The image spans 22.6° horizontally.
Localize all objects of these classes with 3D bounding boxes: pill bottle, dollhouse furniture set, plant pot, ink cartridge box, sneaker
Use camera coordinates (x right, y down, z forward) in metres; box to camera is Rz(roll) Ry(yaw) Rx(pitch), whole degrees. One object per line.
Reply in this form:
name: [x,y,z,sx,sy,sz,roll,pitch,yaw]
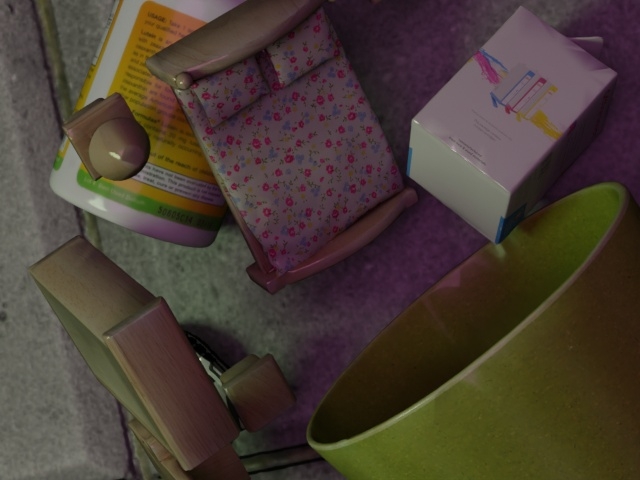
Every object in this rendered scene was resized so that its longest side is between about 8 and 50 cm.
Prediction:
pill bottle: [-0.102,-0.130,1.215,0.136,0.136,0.245,23,96,13]
dollhouse furniture set: [0.000,0.000,1.129,0.355,0.174,0.303,-34,119,-14]
plant pot: [0.189,0.157,1.101,0.275,0.275,0.293,-39,97,12]
ink cartridge box: [0.142,-0.089,1.156,0.090,0.092,0.143,38,71,16]
sneaker: [-0.093,0.110,1.266,0.109,0.040,0.043,41,102,11]
